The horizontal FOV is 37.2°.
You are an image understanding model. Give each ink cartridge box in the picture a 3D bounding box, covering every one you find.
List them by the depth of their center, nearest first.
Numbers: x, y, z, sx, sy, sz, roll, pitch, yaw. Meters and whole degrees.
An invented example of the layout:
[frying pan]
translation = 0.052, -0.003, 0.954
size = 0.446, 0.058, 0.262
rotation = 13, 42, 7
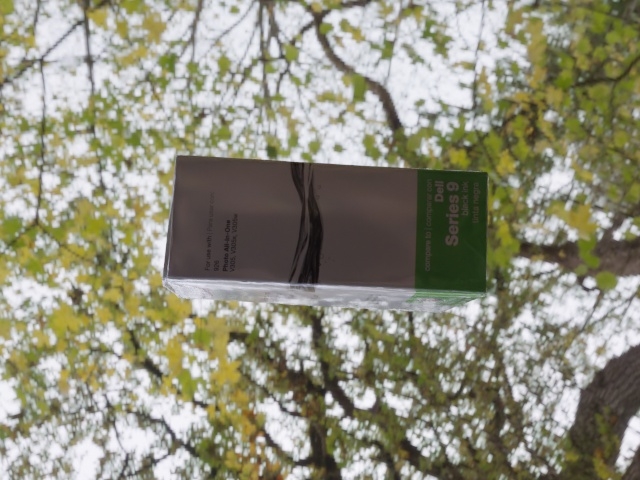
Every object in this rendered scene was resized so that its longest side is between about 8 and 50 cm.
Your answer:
[ink cartridge box]
translation = 0.000, 0.000, 0.937
size = 0.289, 0.211, 0.121
rotation = 3, -98, -4
